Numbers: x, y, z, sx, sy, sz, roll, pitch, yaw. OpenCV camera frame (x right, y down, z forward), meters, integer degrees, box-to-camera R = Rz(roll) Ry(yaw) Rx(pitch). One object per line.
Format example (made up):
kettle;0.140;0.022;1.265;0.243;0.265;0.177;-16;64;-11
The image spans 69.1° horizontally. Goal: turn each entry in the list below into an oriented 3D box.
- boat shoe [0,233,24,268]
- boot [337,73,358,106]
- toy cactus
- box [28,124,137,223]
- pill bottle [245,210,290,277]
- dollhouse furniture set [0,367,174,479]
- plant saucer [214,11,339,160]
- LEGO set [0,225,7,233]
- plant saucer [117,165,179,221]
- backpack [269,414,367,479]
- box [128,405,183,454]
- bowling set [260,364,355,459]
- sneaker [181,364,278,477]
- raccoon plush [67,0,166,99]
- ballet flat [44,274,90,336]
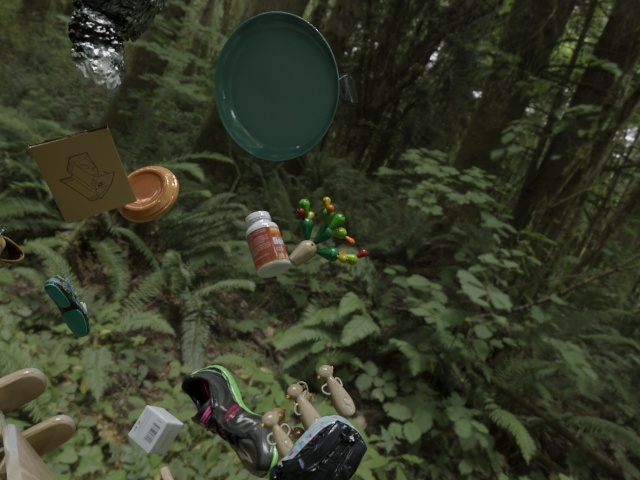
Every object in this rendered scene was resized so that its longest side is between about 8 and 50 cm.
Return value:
boat shoe;-1.003;0.006;1.375;0.120;0.122;0.324;-10;-13;-7
boot;-0.022;-0.438;1.444;0.229;0.091;0.263;-6;18;31
toy cactus;0.000;0.000;1.189;0.219;0.180;0.112;50;-9;-8
box;-0.532;-0.148;1.059;0.164;0.201;0.021;-21;42;-20
pill bottle;-0.191;0.011;1.623;0.121;0.121;0.216;14;50;-56
dollhouse furniture set;-0.384;0.443;0.771;0.257;0.394;0.362;-25;39;-26
plant saucer;-0.099;-0.342;1.055;0.318;0.317;0.044;26;22;16
LEGO set;-0.406;-0.026;0.532;0.054;0.023;0.083;-3;-31;38
plant saucer;-0.536;-0.150;1.424;0.200;0.200;0.037;26;-20;19
backpack;0.002;0.435;0.924;0.152;0.182;0.115;45;-15;-6
box;-0.490;0.564;1.386;0.102;0.101;0.087;23;-15;29
bowling set;-0.069;0.480;1.258;0.287;0.200;0.154;-17;68;-45
sneaker;-0.325;0.625;1.591;0.483;0.185;0.202;33;15;38
raccoon plush;-0.328;-0.503;0.953;0.299;0.446;0.216;-12;-8;5
ballet flat;-0.658;0.169;1.234;0.070;0.188;0.070;-10;29;6
